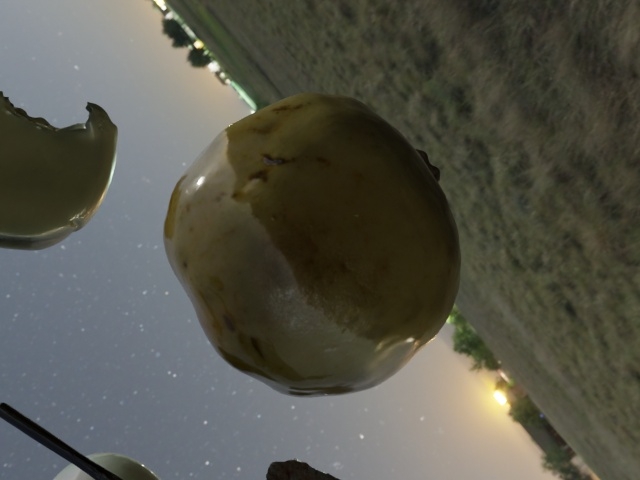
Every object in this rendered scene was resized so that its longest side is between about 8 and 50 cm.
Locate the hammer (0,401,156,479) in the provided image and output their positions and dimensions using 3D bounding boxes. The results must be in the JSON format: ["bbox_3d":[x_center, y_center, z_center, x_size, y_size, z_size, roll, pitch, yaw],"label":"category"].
[{"bbox_3d":[-0.210,0.183,0.528,0.178,0.065,0.021,34,-134,2],"label":"hammer"}]

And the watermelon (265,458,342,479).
[{"bbox_3d":[-0.005,0.356,0.825,0.180,0.094,0.081,33,149,-17],"label":"watermelon"}]

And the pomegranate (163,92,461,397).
[{"bbox_3d":[0.000,0.000,0.678,0.332,0.332,0.332,49,-176,-4],"label":"pomegranate"}]

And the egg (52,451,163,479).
[{"bbox_3d":[-0.342,0.519,1.001,0.283,0.283,0.345,-32,-74,-86],"label":"egg"}]

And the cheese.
[{"bbox_3d":[-0.424,-0.111,0.864,0.127,0.233,0.266,31,-168,39],"label":"cheese"}]
